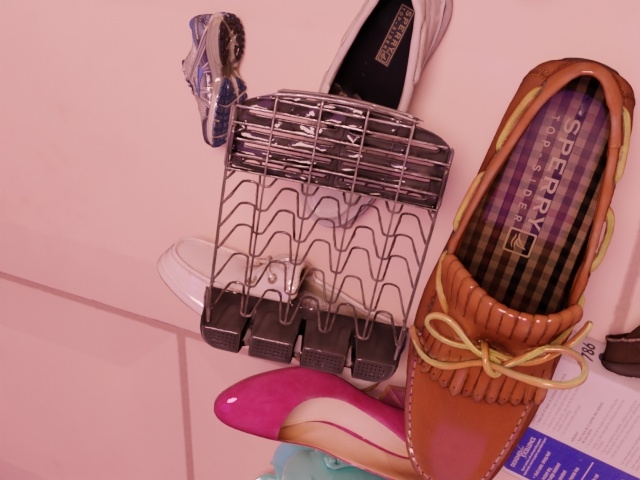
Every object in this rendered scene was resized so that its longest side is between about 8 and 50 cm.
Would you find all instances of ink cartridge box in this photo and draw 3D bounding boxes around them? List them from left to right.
[{"bbox_3d":[0.298,0.199,0.695,0.332,0.065,0.165,24,124,12],"label":"ink cartridge box"}]

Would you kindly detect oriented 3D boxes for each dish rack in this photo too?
[{"bbox_3d":[0.000,0.000,0.639,0.208,0.074,0.272,11,117,0],"label":"dish rack"}]

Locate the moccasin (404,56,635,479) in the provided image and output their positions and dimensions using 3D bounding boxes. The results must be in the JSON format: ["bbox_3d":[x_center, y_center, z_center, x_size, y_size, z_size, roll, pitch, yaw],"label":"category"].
[{"bbox_3d":[0.156,0.045,0.580,0.139,0.147,0.380,26,108,12],"label":"moccasin"}]

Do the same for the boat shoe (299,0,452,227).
[{"bbox_3d":[0.036,-0.113,0.643,0.096,0.088,0.268,33,125,7],"label":"boat shoe"}]

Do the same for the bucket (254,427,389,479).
[{"bbox_3d":[-0.006,0.339,0.798,0.183,0.281,0.281,37,126,3],"label":"bucket"}]

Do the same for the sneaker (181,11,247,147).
[{"bbox_3d":[-0.110,-0.162,0.720,0.058,0.052,0.135,19,115,28],"label":"sneaker"}]

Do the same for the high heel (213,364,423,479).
[{"bbox_3d":[0.020,0.191,0.684,0.244,0.117,0.082,16,118,-31],"label":"high heel"}]

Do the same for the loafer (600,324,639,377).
[{"bbox_3d":[0.339,0.054,0.600,0.220,0.080,0.078,-25,80,24],"label":"loafer"}]

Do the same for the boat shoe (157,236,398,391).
[{"bbox_3d":[-0.040,0.056,0.770,0.277,0.098,0.096,26,124,1],"label":"boat shoe"}]
